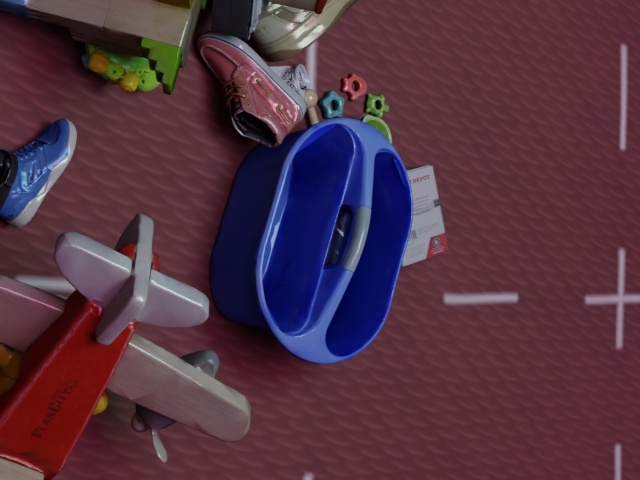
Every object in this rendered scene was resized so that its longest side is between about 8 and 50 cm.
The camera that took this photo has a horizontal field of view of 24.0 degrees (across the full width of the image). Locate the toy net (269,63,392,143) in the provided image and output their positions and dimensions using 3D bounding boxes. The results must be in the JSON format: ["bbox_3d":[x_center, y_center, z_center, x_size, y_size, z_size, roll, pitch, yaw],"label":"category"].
[{"bbox_3d":[0.016,-0.204,2.172,0.232,0.045,0.122,29,71,-34],"label":"toy net"}]

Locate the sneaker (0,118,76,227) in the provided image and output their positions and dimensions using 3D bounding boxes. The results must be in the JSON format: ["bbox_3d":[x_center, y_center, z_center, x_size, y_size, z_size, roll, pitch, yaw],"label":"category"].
[{"bbox_3d":[-0.365,-0.100,1.852,0.084,0.058,0.152,42,70,-40],"label":"sneaker"}]

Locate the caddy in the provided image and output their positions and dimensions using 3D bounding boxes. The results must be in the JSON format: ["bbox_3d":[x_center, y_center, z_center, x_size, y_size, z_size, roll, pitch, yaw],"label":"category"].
[{"bbox_3d":[0.000,0.000,2.069,0.241,0.179,0.341,26,73,-36],"label":"caddy"}]

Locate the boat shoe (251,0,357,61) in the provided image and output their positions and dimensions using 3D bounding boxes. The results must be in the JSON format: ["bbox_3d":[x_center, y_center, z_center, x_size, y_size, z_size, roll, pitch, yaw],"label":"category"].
[{"bbox_3d":[0.019,-0.394,2.131,0.341,0.121,0.110,-48,118,-28],"label":"boat shoe"}]

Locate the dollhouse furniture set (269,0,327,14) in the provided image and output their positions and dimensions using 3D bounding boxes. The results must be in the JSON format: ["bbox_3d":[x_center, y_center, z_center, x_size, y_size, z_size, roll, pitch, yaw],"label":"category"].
[{"bbox_3d":[0.065,-0.476,2.009,0.152,0.201,0.374,17,45,2],"label":"dollhouse furniture set"}]

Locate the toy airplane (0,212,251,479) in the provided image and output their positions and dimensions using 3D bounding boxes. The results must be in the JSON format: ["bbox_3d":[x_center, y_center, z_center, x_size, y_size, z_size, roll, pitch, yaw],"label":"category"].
[{"bbox_3d":[-0.301,0.123,1.764,0.384,0.272,0.386,-16,116,-6],"label":"toy airplane"}]

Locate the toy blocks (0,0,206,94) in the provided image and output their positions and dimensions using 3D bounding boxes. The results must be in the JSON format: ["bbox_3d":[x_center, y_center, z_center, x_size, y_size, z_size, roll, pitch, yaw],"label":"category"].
[{"bbox_3d":[-0.257,-0.390,1.849,0.261,0.191,0.381,15,80,0],"label":"toy blocks"}]

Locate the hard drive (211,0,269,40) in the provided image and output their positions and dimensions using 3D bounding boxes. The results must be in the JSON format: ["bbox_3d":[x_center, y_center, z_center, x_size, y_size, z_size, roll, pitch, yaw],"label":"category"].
[{"bbox_3d":[-0.058,-0.462,1.978,0.064,0.237,0.339,18,60,4],"label":"hard drive"}]

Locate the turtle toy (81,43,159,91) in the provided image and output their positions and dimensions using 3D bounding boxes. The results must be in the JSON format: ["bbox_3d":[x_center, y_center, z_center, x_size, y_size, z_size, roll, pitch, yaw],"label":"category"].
[{"bbox_3d":[-0.254,-0.236,1.941,0.130,0.066,0.095,33,66,-34],"label":"turtle toy"}]

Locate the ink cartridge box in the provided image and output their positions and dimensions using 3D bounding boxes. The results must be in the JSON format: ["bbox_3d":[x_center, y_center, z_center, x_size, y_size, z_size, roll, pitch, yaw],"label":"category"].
[{"bbox_3d":[0.128,-0.037,2.250,0.099,0.056,0.135,-17,100,-38],"label":"ink cartridge box"}]

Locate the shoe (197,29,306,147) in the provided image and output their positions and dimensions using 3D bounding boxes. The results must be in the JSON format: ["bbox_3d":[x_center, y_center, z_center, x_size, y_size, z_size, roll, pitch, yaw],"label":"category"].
[{"bbox_3d":[-0.105,-0.203,2.030,0.178,0.063,0.081,40,50,-7],"label":"shoe"}]
